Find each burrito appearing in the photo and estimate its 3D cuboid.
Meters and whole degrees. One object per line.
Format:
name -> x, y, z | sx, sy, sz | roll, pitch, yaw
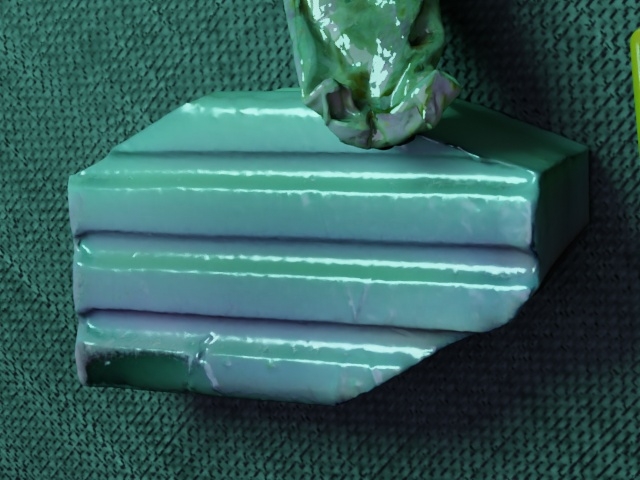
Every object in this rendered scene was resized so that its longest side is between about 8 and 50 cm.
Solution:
burrito -> 0.015, -0.190, 0.975 | 0.096, 0.066, 0.309 | -12, 65, 1

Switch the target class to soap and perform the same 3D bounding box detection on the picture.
soap -> 0.000, 0.000, 1.041 | 0.324, 0.109, 0.193 | 2, 99, 28

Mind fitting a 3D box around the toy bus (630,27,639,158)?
toy bus -> 0.252, 0.039, 0.850 | 0.151, 0.145, 0.331 | -14, 70, 34
